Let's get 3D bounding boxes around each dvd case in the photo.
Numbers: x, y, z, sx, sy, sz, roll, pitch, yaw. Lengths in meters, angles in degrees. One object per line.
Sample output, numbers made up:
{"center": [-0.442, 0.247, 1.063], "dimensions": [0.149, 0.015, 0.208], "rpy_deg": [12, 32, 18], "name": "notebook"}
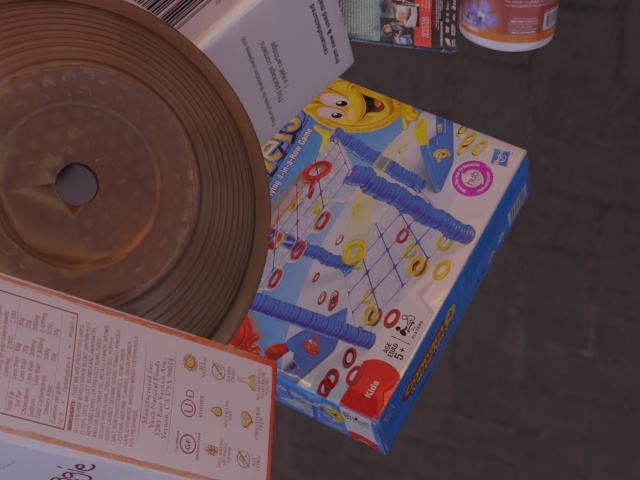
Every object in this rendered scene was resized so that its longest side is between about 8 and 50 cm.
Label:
{"center": [0.046, -0.183, 1.051], "dimensions": [0.119, 0.087, 0.013], "rpy_deg": [2, 177, -28], "name": "dvd case"}

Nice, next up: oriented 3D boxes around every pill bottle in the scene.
{"center": [0.237, -0.350, 1.789], "dimensions": [0.121, 0.121, 0.216], "rpy_deg": [12, 122, 15], "name": "pill bottle"}

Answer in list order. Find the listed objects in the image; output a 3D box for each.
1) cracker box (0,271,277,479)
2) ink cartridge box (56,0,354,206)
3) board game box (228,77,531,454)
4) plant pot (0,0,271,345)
{"center": [-0.155, 0.068, 0.597], "dimensions": [0.232, 0.067, 0.155], "rpy_deg": [22, 149, -34], "name": "cracker box"}
{"center": [-0.151, -0.101, 0.908], "dimensions": [0.201, 0.278, 0.117], "rpy_deg": [35, 159, 32], "name": "ink cartridge box"}
{"center": [0.000, 0.000, 1.413], "dimensions": [0.302, 0.308, 0.086], "rpy_deg": [23, 160, 20], "name": "board game box"}
{"center": [-0.129, -0.021, 0.738], "dimensions": [0.237, 0.237, 0.110], "rpy_deg": [36, 164, -13], "name": "plant pot"}
